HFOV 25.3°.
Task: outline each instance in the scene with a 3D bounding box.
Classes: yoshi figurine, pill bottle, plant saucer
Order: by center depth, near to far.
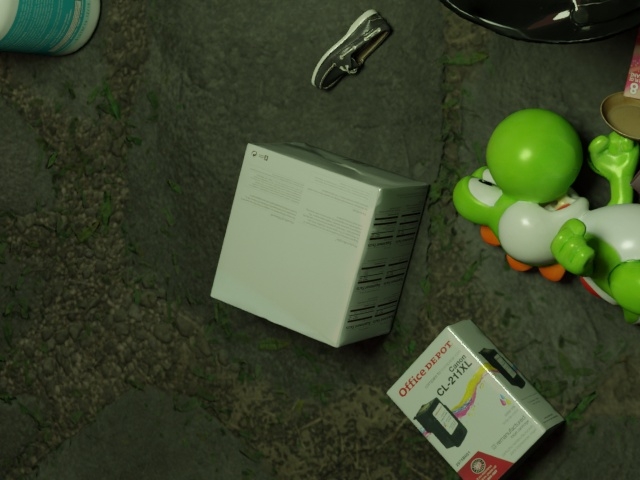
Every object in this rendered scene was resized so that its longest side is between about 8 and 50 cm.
[{"bbox_3d":[0.315,-0.035,1.598,0.362,0.203,0.203,24,89,28],"label":"yoshi figurine"},{"bbox_3d":[0.359,-0.138,1.624,0.083,0.083,0.015,33,141,23],"label":"plant saucer"},{"bbox_3d":[-0.430,-0.328,1.932,0.146,0.264,0.146,2,95,28],"label":"pill bottle"}]

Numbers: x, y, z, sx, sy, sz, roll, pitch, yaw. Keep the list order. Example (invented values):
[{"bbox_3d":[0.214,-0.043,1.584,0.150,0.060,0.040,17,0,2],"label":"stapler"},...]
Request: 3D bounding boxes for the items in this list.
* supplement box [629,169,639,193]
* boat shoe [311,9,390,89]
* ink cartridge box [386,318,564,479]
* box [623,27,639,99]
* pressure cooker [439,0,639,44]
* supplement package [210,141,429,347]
[{"bbox_3d":[0.418,-0.099,1.453,0.104,0.081,0.188,42,129,10],"label":"supplement box"},{"bbox_3d":[0.039,-0.234,1.807,0.125,0.046,0.038,-47,67,15],"label":"boat shoe"},{"bbox_3d":[0.186,0.203,1.739,0.175,0.072,0.127,47,114,17],"label":"ink cartridge box"},{"bbox_3d":[0.472,-0.187,1.524,0.257,0.123,0.128,17,103,27],"label":"box"},{"bbox_3d":[0.247,-0.438,1.475,0.370,0.420,0.375,-28,112,19],"label":"pressure cooker"},{"bbox_3d":[0.000,0.000,1.784,0.194,0.149,0.203,21,103,26],"label":"supplement package"}]
